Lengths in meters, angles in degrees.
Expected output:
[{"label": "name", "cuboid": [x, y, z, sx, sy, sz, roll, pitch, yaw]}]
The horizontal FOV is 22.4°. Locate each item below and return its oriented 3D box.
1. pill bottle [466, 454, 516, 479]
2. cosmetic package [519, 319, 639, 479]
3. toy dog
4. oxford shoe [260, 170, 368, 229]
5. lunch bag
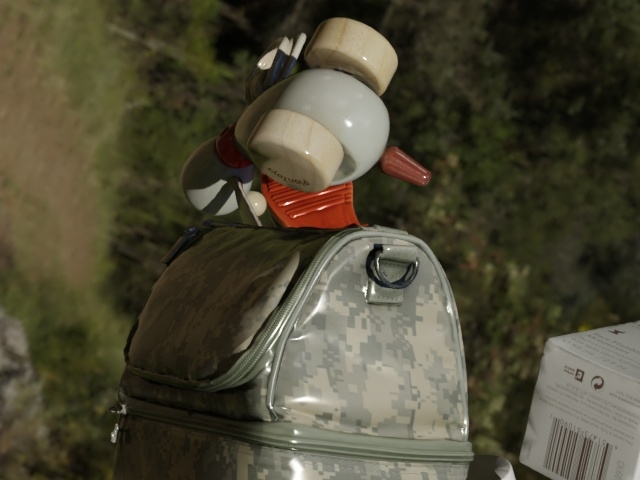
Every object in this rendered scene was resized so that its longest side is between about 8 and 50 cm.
[{"label": "pill bottle", "cuboid": [0.212, 0.498, 2.099, 0.229, 0.229, 0.408, -60, 136, -76]}, {"label": "cosmetic package", "cuboid": [0.341, 0.189, 1.762, 0.183, 0.151, 0.151, -7, 113, -45]}, {"label": "toy dog", "cuboid": [-0.007, -0.078, 1.529, 0.220, 0.161, 0.333, -54, -168, -5]}, {"label": "oxford shoe", "cuboid": [0.000, 0.000, 1.690, 0.271, 0.096, 0.098, -115, -164, -50]}, {"label": "lunch bag", "cuboid": [-0.027, 0.112, 1.273, 0.305, 0.212, 0.256, 0, -100, 61]}]
